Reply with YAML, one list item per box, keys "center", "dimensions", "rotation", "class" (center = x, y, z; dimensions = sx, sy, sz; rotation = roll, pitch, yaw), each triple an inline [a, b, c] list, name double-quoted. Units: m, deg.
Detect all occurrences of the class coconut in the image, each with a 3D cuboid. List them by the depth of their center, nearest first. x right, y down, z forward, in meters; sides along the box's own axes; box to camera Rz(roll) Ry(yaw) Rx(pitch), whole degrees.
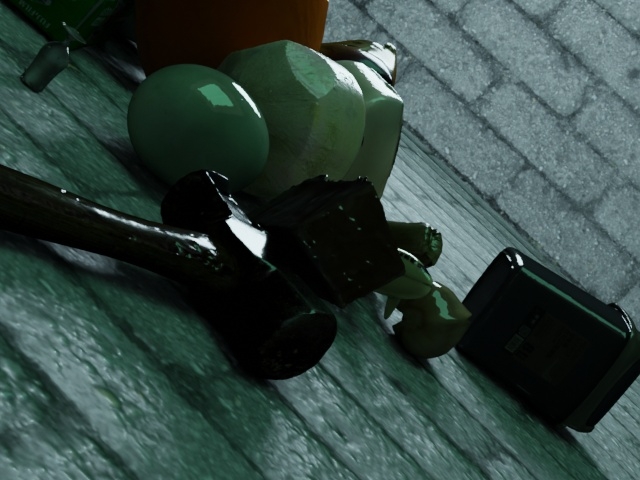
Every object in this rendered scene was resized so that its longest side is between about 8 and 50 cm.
- center: [-0.064, -0.165, 1.636]
  dimensions: [0.230, 0.227, 0.227]
  rotation: [17, 27, -52]
  class: "coconut"

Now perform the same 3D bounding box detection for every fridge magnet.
- center: [-0.134, -0.340, 1.754]
  dimensions: [0.155, 0.364, 0.363]
  rotation: [19, -5, 40]
  class: "fridge magnet"

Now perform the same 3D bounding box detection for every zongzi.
- center: [0.069, -0.007, 1.674]
  dimensions: [0.176, 0.160, 0.078]
  rotation: [32, 56, -22]
  class: "zongzi"

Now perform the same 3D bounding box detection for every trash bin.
- center: [0.369, 0.161, 1.875]
  dimensions: [0.290, 0.209, 0.182]
  rotation: [34, 15, -9]
  class: "trash bin"

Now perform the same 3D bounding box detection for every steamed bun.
- center: [0.018, -0.146, 1.833]
  dimensions: [0.164, 0.242, 0.146]
  rotation: [-15, 47, -33]
  class: "steamed bun"

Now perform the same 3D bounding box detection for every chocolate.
- center: [0.000, 0.000, 1.319]
  dimensions: [0.112, 0.112, 0.321]
  rotation: [62, -11, -9]
  class: "chocolate"

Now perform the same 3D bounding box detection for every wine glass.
- center: [-0.307, -0.208, 1.350]
  dimensions: [0.039, 0.083, 0.042]
  rotation: [38, 10, -38]
  class: "wine glass"

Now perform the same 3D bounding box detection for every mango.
- center: [-0.008, -0.255, 1.986]
  dimensions: [0.201, 0.287, 0.153]
  rotation: [40, 41, -49]
  class: "mango"

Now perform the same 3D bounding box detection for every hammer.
- center: [-0.177, 0.001, 1.084]
  dimensions: [0.408, 0.095, 0.242]
  rotation: [19, 25, -48]
  class: "hammer"

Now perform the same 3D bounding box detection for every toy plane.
- center: [0.042, 0.029, 1.545]
  dimensions: [0.244, 0.092, 0.229]
  rotation: [29, -1, 36]
  class: "toy plane"

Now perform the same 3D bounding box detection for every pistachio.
- center: [0.154, 0.107, 1.619]
  dimensions: [0.113, 0.113, 0.149]
  rotation: [45, 14, 14]
  class: "pistachio"

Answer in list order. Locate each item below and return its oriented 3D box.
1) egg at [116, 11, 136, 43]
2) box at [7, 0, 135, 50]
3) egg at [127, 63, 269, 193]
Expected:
- center: [-0.290, -0.447, 1.874]
  dimensions: [0.371, 0.230, 0.230]
  rotation: [48, 11, -11]
  class: "egg"
- center: [-0.363, -0.363, 1.659]
  dimensions: [0.180, 0.103, 0.250]
  rotation: [41, 13, -6]
  class: "box"
- center: [-0.145, -0.130, 1.420]
  dimensions: [0.192, 0.149, 0.149]
  rotation: [32, 16, -45]
  class: "egg"
